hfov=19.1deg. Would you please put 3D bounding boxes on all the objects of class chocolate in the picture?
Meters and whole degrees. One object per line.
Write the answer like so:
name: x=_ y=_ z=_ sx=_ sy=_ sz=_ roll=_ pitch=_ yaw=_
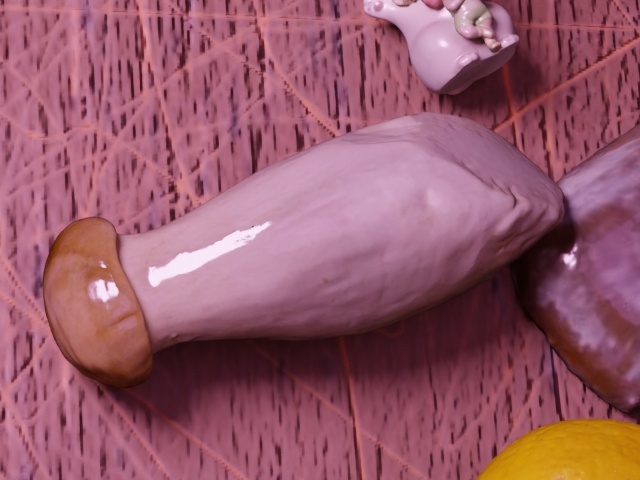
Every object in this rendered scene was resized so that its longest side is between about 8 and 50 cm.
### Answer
chocolate: x=0.252 y=-0.013 z=1.284 sx=0.254 sy=0.080 sz=0.157 roll=-38 pitch=89 yaw=-23

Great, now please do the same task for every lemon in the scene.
lemon: x=0.165 y=0.194 z=1.147 sx=0.203 sy=0.178 sz=0.178 roll=10 pitch=72 yaw=-2

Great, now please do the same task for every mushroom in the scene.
mushroom: x=0.000 y=0.000 z=1.178 sx=0.350 sy=0.128 sz=0.128 roll=-15 pitch=80 yaw=-17

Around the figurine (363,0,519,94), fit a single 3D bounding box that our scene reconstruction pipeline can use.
figurine: x=0.079 y=-0.179 z=1.267 sx=0.081 sy=0.098 sz=0.146 roll=-19 pitch=78 yaw=-41
